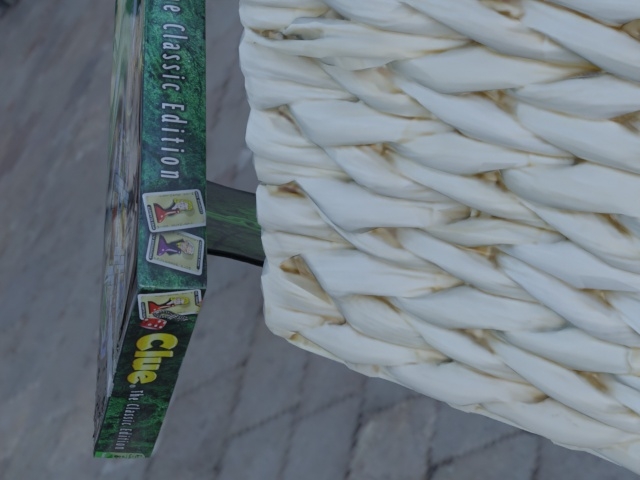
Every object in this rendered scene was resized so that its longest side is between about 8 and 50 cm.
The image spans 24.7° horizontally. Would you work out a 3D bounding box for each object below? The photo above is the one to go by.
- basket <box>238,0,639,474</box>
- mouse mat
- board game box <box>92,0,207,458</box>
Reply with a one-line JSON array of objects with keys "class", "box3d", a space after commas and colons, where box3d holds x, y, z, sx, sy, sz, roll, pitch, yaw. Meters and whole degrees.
[{"class": "basket", "box3d": [0.183, -0.107, 0.410, 0.331, 0.266, 0.328, 17, 41, 25]}, {"class": "mouse mat", "box3d": [0.000, 0.000, 0.779, 0.152, 0.190, 0.007, -129, 56, -68]}, {"class": "board game box", "box3d": [-0.072, -0.053, 0.621, 0.136, 0.030, 0.259, 110, 162, -54]}]
